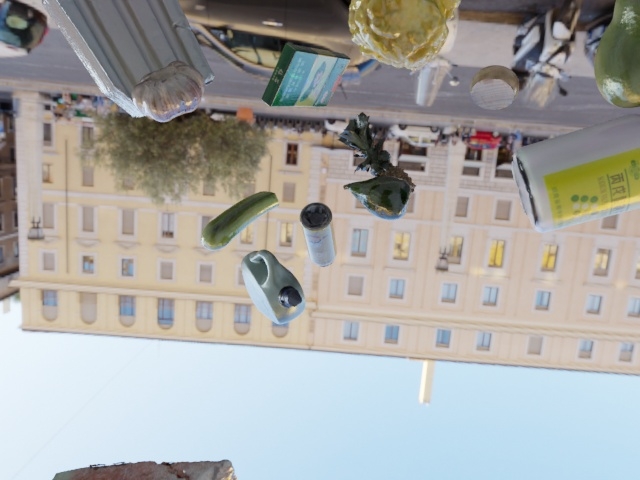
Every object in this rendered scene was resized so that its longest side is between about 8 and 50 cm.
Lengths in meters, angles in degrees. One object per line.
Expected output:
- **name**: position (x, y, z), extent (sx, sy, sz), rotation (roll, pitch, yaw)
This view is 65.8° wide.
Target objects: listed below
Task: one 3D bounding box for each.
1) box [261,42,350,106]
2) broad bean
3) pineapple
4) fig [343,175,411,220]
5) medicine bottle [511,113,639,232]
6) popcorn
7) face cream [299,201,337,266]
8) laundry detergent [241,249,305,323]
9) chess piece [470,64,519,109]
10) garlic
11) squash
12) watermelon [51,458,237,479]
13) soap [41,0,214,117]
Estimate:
- **box**: position (-0.027, -0.362, 1.104), extent (0.034, 0.132, 0.235), rotation (40, -150, 17)
- **broad bean**: position (0.676, -0.406, 1.018), extent (0.121, 0.263, 0.189), rotation (-8, -159, -45)
- **pineapple**: position (0.164, -0.233, 1.423), extent (0.130, 0.277, 0.119), rotation (-31, -168, 41)
- **fig**: position (0.146, -0.119, 1.279), extent (0.177, 0.117, 0.117), rotation (17, -170, -1)
- **medicine bottle**: position (0.653, -0.163, 1.130), extent (0.379, 0.213, 0.213), rotation (-17, -176, 16)
- **popcorn**: position (0.138, -0.375, 0.831), extent (0.180, 0.180, 0.170), rotation (12, -130, 37)
- **face cream**: position (0.000, 0.000, 1.679), extent (0.105, 0.105, 0.348), rotation (6, 155, 8)
- **laundry detergent**: position (-0.124, 0.124, 1.340), extent (0.105, 0.215, 0.280), rotation (-23, -172, -19)
- **chess piece**: position (0.311, -0.273, 0.885), extent (0.084, 0.038, 0.083), rotation (20, 156, 9)
- **garlic**: position (-0.327, -0.321, 1.083), extent (0.147, 0.102, 0.159), rotation (12, -129, 27)
- **squash**: position (-0.233, -0.060, 1.407), extent (0.250, 0.083, 0.083), rotation (-38, -151, -20)
- **watermelon**: position (-0.206, 0.381, 0.646), extent (0.193, 0.310, 0.232), rotation (-49, -176, -36)
- **soap**: position (-0.590, -0.626, 1.553), extent (0.213, 0.435, 0.350), rotation (11, -133, 47)
